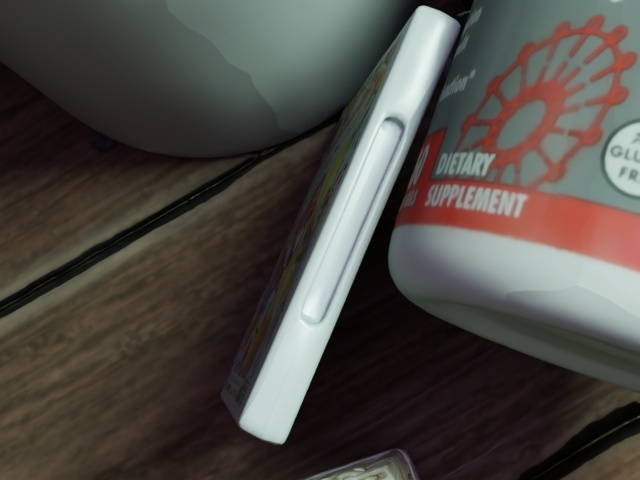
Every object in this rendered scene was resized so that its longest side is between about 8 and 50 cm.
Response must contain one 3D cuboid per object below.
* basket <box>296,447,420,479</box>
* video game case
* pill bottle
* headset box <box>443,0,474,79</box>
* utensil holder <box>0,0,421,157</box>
[{"bbox_3d":[-0.012,0.194,0.606,0.167,0.103,0.113,-21,78,2],"label":"basket"},{"bbox_3d":[0.000,0.000,0.582,0.026,0.227,0.206,24,82,-4],"label":"video game case"},{"bbox_3d":[0.181,-0.116,0.475,0.210,0.210,0.363,18,83,11],"label":"pill bottle"},{"bbox_3d":[0.215,-0.134,0.637,0.293,0.110,0.218,-18,78,4],"label":"headset box"},{"bbox_3d":[-0.099,-0.240,0.561,0.327,0.385,0.328,-1,79,7],"label":"utensil holder"}]
